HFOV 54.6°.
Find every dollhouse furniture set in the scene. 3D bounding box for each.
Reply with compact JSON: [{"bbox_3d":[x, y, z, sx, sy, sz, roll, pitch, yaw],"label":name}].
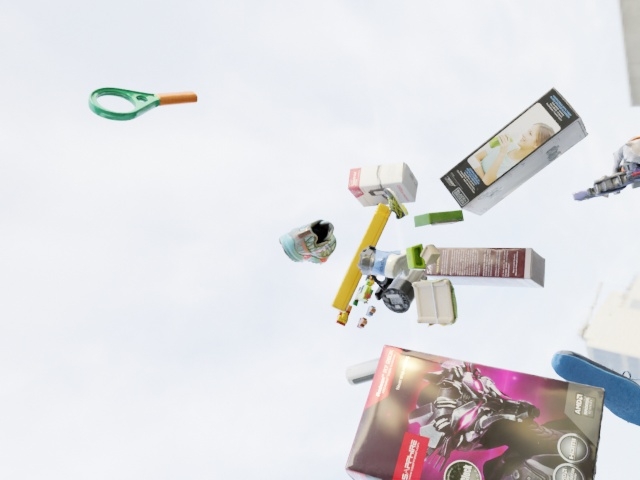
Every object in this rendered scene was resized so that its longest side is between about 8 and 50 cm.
[{"bbox_3d":[0.162,0.038,0.824,0.059,0.076,0.151,-5,-95,-29],"label":"dollhouse furniture set"}]

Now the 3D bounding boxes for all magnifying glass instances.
[{"bbox_3d":[-0.349,-0.277,1.236,0.231,0.092,0.026,-20,-35,-41],"label":"magnifying glass"}]

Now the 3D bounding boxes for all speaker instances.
[{"bbox_3d":[0.136,0.342,1.635,0.055,0.136,0.055,36,-137,-41],"label":"speaker"}]

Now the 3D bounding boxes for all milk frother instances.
[{"bbox_3d":[0.214,0.103,1.725,0.135,0.129,0.143,-46,-41,-47],"label":"milk frother"}]

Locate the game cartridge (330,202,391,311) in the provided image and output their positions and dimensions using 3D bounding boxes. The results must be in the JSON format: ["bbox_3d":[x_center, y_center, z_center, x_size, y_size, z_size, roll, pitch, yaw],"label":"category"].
[{"bbox_3d":[0.105,0.058,1.641,0.323,0.053,0.285,94,-159,-84],"label":"game cartridge"}]

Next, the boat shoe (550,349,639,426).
[{"bbox_3d":[0.666,0.325,1.437,0.109,0.258,0.089,-56,-13,18],"label":"boat shoe"}]

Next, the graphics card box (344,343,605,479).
[{"bbox_3d":[0.247,0.319,1.003,0.232,0.371,0.094,-67,-28,-28],"label":"graphics card box"}]

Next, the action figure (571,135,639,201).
[{"bbox_3d":[0.939,-0.231,1.932,0.330,0.342,0.178,31,-135,-71],"label":"action figure"}]

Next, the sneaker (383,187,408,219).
[{"bbox_3d":[0.169,-0.085,1.436,0.035,0.031,0.083,-36,-92,2],"label":"sneaker"}]

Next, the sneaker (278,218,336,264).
[{"bbox_3d":[0.000,0.000,1.720,0.104,0.125,0.262,61,-157,10],"label":"sneaker"}]

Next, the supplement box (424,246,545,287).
[{"bbox_3d":[0.373,0.061,1.409,0.130,0.240,0.073,23,-110,-56],"label":"supplement box"}]

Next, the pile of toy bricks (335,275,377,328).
[{"bbox_3d":[0.130,0.165,1.888,0.118,0.105,0.212,24,-107,-8],"label":"pile of toy bricks"}]

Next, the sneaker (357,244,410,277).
[{"bbox_3d":[0.119,0.038,1.158,0.152,0.085,0.058,-9,-69,-67],"label":"sneaker"}]

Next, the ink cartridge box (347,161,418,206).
[{"bbox_3d":[0.161,-0.141,1.589,0.109,0.151,0.063,43,-130,-53],"label":"ink cartridge box"}]

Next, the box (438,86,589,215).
[{"bbox_3d":[0.411,-0.179,1.314,0.087,0.290,0.169,58,-157,19],"label":"box"}]
